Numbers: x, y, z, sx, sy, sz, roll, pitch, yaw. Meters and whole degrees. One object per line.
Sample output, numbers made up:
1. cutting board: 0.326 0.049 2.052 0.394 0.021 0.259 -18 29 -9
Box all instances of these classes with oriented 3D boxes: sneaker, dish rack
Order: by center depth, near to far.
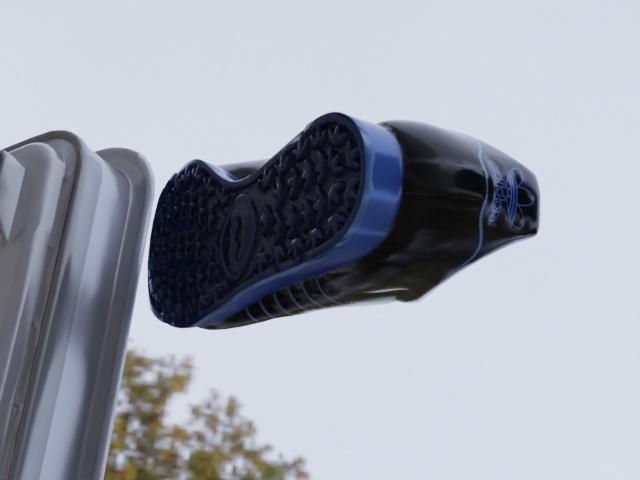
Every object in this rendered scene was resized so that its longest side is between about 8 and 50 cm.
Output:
1. sneaker: 0.000 0.000 0.683 0.232 0.090 0.081 -13 -110 62
2. dish rack: -0.226 0.095 0.781 0.285 0.072 0.333 -20 -134 30
